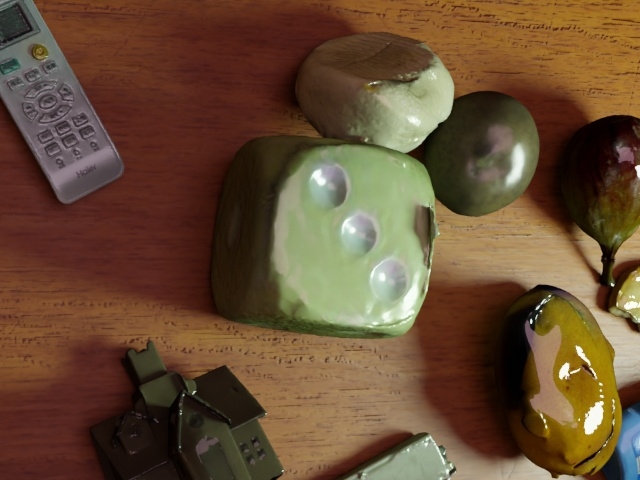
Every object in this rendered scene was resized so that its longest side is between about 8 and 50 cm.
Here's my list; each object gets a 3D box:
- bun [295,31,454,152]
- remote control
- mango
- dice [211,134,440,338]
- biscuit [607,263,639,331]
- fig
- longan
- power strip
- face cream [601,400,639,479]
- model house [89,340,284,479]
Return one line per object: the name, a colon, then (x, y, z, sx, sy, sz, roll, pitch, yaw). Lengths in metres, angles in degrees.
bun: (0.079, -0.200, 1.925, 0.229, 0.229, 0.145, -19, 123, -22)
remote control: (-0.374, -0.193, 1.814, 0.103, 0.051, 0.293, -30, 93, -22)
mango: (0.350, 0.206, 2.012, 0.201, 0.153, 0.287, -4, 86, -17)
dice: (0.000, 0.000, 1.838, 0.250, 0.254, 0.252, 8, 84, -18)
biscuit: (0.599, 0.124, 2.175, 0.299, 0.045, 0.154, 35, 75, -15)
fig: (0.441, -0.059, 2.086, 0.146, 0.170, 0.274, -2, 106, -4)
longan: (0.234, -0.127, 1.991, 0.167, 0.167, 0.187, 33, 71, -16)
power strip: (0.060, 0.365, 1.940, 0.286, 0.048, 0.080, -25, 93, -21)
face cream: (0.556, 0.291, 2.108, 0.264, 0.083, 0.149, -21, 119, -16)
model house: (-0.186, 0.243, 1.788, 0.211, 0.204, 0.243, -23, 78, -23)
